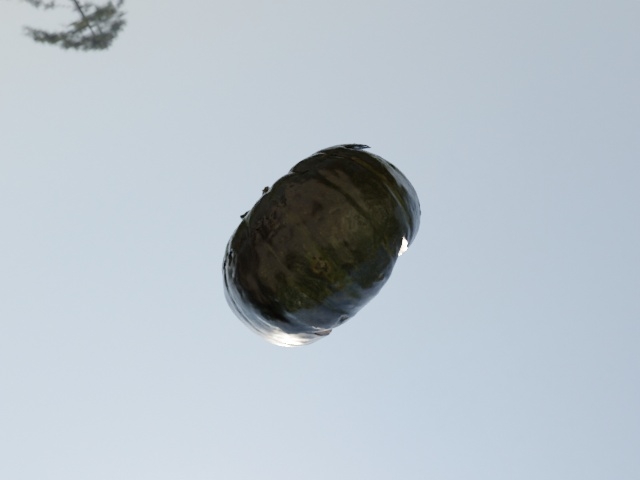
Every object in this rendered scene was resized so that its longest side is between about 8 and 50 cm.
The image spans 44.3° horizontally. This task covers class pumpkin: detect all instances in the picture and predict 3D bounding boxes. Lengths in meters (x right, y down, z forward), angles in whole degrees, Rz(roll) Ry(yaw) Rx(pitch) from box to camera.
[{"bbox_3d":[-0.002,-0.002,0.831,0.238,0.159,0.238,-50,-178,2],"label":"pumpkin"}]
